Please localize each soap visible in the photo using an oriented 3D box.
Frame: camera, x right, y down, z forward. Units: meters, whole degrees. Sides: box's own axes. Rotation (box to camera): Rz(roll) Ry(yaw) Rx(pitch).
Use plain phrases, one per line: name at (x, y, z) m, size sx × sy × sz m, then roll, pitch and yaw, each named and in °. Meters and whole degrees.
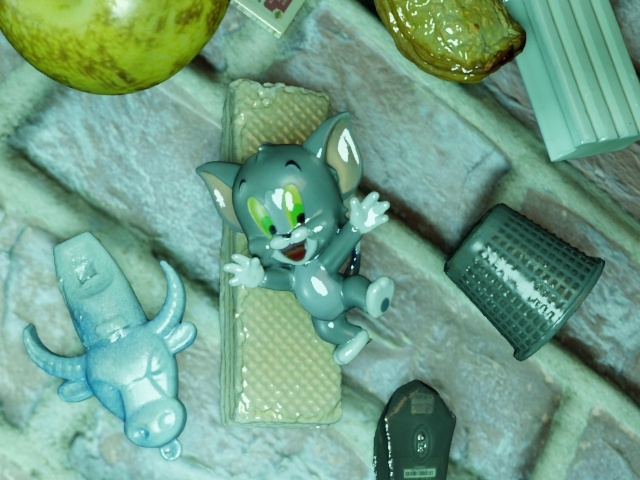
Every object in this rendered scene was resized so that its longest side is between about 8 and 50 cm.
soap at (0.384, -0.262, 1.468) m, size 0.159 × 0.087 × 0.266 m, roll -12°, pitch 79°, yaw -29°

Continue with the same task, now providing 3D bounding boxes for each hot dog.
hot dog at (0.170, -0.338, 1.380) m, size 0.175 × 0.114 × 0.259 m, roll -34°, pitch 88°, yaw -26°

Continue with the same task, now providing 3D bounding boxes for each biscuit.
biscuit at (-0.053, 0.010, 1.175) m, size 0.144 × 0.078 × 0.426 m, roll 7°, pitch 70°, yaw -23°

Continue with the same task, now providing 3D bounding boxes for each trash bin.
trash bin at (0.254, 0.042, 1.275) m, size 0.161 × 0.175 × 0.175 m, roll 41°, pitch 60°, yaw 6°

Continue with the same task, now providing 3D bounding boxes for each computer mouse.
computer mouse at (0.109, 0.255, 1.187) m, size 0.099 × 0.057 × 0.172 m, roll 6°, pitch 82°, yaw -26°

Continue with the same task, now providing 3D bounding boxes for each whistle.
whistle at (-0.214, 0.115, 1.055) m, size 0.180 × 0.093 × 0.269 m, roll -28°, pitch 85°, yaw -5°

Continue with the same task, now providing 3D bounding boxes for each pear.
pear at (-0.226, -0.301, 1.090) m, size 0.280 × 0.280 × 0.281 m, roll 8°, pitch 70°, yaw -23°

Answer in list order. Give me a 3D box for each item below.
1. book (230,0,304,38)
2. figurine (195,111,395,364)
book at (-0.110, -0.398, 1.314) m, size 0.232 × 0.022 × 0.162 m, roll 35°, pitch 64°, yaw -12°
figurine at (0.002, 0.001, 1.079) m, size 0.265 × 0.193 × 0.140 m, roll 54°, pitch 21°, yaw -23°
